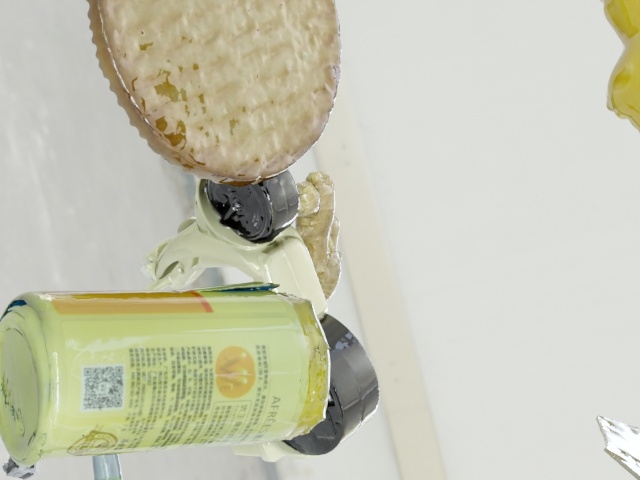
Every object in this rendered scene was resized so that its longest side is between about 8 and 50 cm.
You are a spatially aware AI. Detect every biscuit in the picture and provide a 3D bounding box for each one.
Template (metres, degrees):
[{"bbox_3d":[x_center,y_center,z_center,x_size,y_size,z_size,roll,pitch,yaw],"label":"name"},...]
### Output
[{"bbox_3d":[-0.096,-0.209,1.341,0.318,0.040,0.318,10,76,-44],"label":"biscuit"}]

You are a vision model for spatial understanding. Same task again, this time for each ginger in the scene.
[{"bbox_3d":[0.000,0.000,1.697,0.193,0.053,0.176,-24,113,-75],"label":"ginger"}]

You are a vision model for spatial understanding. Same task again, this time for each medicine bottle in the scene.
[{"bbox_3d":[-0.105,0.091,0.986,0.124,0.239,0.124,2,-88,56],"label":"medicine bottle"}]

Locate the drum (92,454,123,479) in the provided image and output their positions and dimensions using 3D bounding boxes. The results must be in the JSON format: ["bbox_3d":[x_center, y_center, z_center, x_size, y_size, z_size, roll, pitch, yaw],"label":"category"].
[{"bbox_3d":[-0.222,0.349,1.487,0.130,0.049,0.253,-60,140,-76],"label":"drum"}]

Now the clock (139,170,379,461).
[{"bbox_3d":[-0.082,0.084,1.644,0.120,0.276,0.379,-30,104,-41],"label":"clock"}]

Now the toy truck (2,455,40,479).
[{"bbox_3d":[-0.380,0.269,1.792,0.044,0.039,0.083,30,45,-33],"label":"toy truck"}]

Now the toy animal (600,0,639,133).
[{"bbox_3d":[0.313,-0.184,1.180,0.156,0.156,0.229,62,15,-70],"label":"toy animal"}]

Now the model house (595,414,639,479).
[{"bbox_3d":[0.330,0.141,1.035,0.136,0.207,0.219,-61,172,7],"label":"model house"}]
